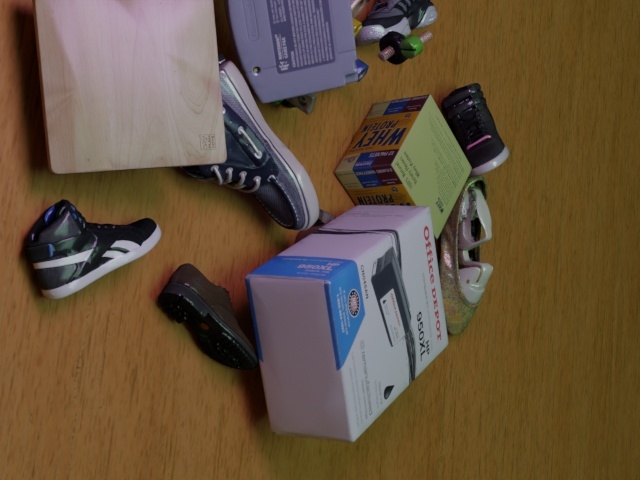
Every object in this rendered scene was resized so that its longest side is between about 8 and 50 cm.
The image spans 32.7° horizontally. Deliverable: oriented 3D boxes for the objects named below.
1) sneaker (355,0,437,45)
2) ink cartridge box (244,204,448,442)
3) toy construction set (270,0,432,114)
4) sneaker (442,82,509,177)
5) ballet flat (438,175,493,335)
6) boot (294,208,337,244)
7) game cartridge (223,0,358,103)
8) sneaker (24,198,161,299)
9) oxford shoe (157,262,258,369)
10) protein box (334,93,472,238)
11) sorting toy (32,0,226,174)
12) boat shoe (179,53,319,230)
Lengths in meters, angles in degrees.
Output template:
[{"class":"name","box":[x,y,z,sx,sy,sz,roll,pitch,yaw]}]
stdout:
[{"class":"sneaker","box":[0.131,-0.473,2.130,0.268,0.101,0.153,-34,112,-52]},{"class":"ink cartridge box","box":[0.060,0.127,1.883,0.395,0.166,0.285,-34,120,-55]},{"class":"toy construction set","box":[-0.027,-0.367,1.865,0.237,0.257,0.309,-40,97,-30]},{"class":"sneaker","box":[0.311,-0.236,2.265,0.147,0.104,0.296,59,15,-19]},{"class":"ballet flat","box":[0.306,0.024,2.279,0.123,0.123,0.348,4,84,-50]},{"class":"boot","box":[0.000,0.000,1.976,0.087,0.042,0.118,46,57,-43]},{"class":"game cartridge","box":[-0.051,-0.367,1.707,0.196,0.060,0.294,-15,122,-11]},{"class":"sneaker","box":[-0.324,-0.015,1.560,0.217,0.079,0.121,-37,116,-44]},{"class":"oxford shoe","box":[-0.161,0.122,1.744,0.227,0.083,0.096,56,40,-35]},{"class":"protein box","box":[0.163,-0.136,2.105,0.200,0.136,0.201,55,48,-32]},{"class":"sorting toy","box":[-0.280,-0.229,1.570,0.255,0.089,0.257,-6,93,-25]},{"class":"boat shoe","box":[-0.142,-0.121,1.769,0.158,0.127,0.340,-48,114,-33]}]
